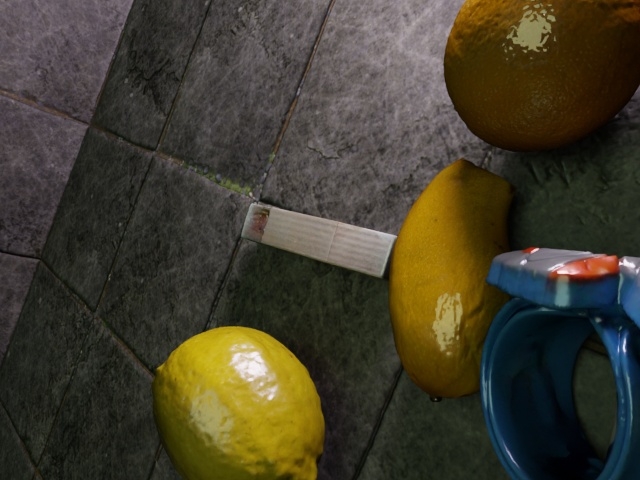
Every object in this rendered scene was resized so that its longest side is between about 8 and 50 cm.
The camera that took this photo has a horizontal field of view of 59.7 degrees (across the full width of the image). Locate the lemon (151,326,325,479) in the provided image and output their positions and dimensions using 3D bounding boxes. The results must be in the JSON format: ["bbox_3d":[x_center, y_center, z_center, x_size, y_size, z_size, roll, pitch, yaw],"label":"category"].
[{"bbox_3d":[-0.132,0.294,0.945,0.316,0.285,0.285,19,91,12],"label":"lemon"}]

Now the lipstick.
[{"bbox_3d":[0.000,0.000,1.035,0.371,0.076,0.079,15,87,44],"label":"lipstick"}]

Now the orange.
[{"bbox_3d":[0.290,-0.245,0.741,0.264,0.264,0.264,-14,69,39],"label":"orange"}]

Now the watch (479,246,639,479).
[{"bbox_3d":[0.313,0.152,0.580,0.305,0.241,0.274,-152,69,-75],"label":"watch"}]

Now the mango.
[{"bbox_3d":[0.191,0.049,0.808,0.187,0.144,0.359,-6,67,29],"label":"mango"}]
